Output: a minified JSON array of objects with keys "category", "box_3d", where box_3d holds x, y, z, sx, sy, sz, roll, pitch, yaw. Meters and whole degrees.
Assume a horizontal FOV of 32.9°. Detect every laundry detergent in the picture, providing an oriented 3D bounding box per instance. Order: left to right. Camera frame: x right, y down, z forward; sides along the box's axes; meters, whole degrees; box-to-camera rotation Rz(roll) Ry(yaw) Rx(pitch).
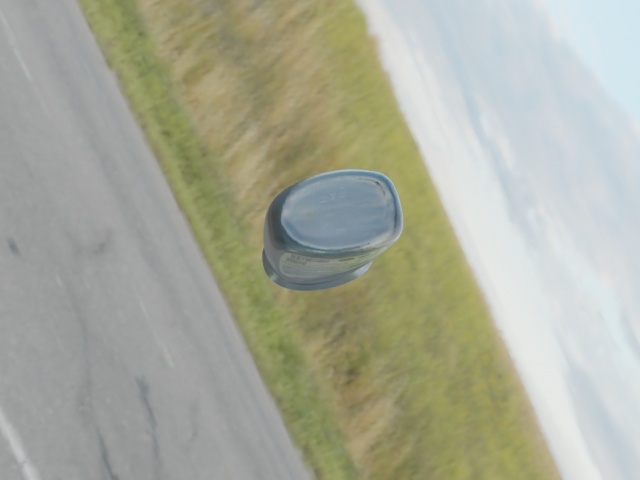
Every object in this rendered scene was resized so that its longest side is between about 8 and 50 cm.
[{"category":"laundry detergent","box_3d":[0.000,0.001,0.825,0.206,0.096,0.061,122,-47,-76]}]
